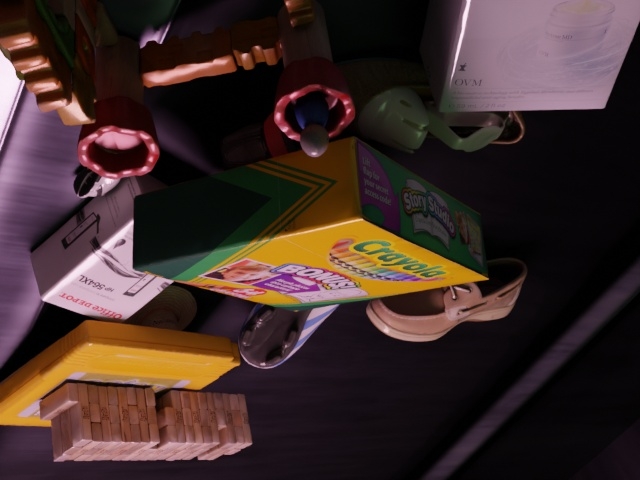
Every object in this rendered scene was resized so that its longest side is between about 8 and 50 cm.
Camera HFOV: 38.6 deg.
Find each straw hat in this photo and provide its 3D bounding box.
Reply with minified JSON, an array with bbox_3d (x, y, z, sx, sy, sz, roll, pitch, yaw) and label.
[{"bbox_3d":[-0.251,0.140,1.430,0.144,0.061,0.144,-17,143,-13],"label":"straw hat"}]

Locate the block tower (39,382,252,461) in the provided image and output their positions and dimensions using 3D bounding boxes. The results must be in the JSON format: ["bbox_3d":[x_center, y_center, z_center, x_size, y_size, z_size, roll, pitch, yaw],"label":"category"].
[{"bbox_3d":[-0.267,0.291,1.439,0.335,0.097,0.091,14,143,-42],"label":"block tower"}]

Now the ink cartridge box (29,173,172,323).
[{"bbox_3d":[-0.267,0.014,1.240,0.203,0.086,0.148,-39,143,16],"label":"ink cartridge box"}]

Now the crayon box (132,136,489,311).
[{"bbox_3d":[0.000,0.000,1.164,0.313,0.106,0.363,-11,163,30],"label":"crayon box"}]

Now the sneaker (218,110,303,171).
[{"bbox_3d":[-0.055,-0.083,1.246,0.135,0.097,0.276,-15,156,11],"label":"sneaker"}]

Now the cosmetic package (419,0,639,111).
[{"bbox_3d":[0.256,-0.283,1.110,0.224,0.138,0.224,-3,139,-7],"label":"cosmetic package"}]

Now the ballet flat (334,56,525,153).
[{"bbox_3d":[0.143,-0.170,1.232,0.342,0.124,0.116,0,136,-31],"label":"ballet flat"}]

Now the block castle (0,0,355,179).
[{"bbox_3d":[-0.148,-0.246,0.820,0.303,0.213,0.453,-11,146,4],"label":"block castle"}]

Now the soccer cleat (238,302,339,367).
[{"bbox_3d":[-0.009,0.066,1.467,0.331,0.116,0.143,-45,-178,4],"label":"soccer cleat"}]

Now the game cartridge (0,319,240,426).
[{"bbox_3d":[-0.323,0.219,1.422,0.285,0.052,0.324,13,146,-42],"label":"game cartridge"}]

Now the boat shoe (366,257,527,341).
[{"bbox_3d":[0.228,0.088,1.625,0.341,0.121,0.110,-10,138,-38],"label":"boat shoe"}]

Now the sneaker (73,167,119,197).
[{"bbox_3d":[-0.265,-0.094,1.155,0.109,0.040,0.044,-38,159,22],"label":"sneaker"}]
